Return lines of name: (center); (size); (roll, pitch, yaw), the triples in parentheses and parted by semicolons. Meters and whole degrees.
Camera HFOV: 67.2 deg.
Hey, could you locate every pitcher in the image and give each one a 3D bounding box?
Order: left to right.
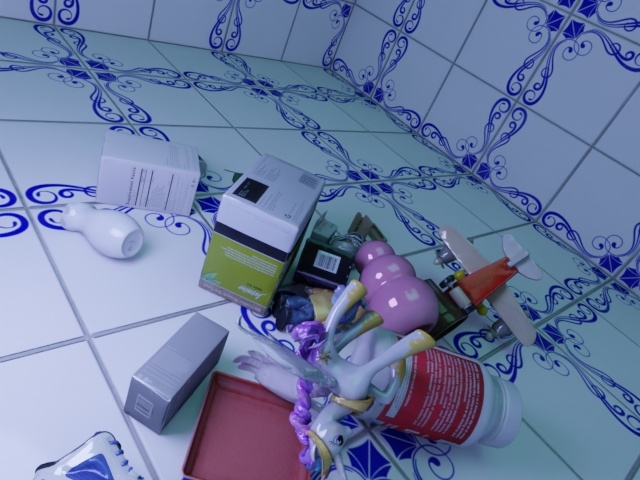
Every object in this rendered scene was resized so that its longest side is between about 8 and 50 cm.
pitcher: (-0.584, -0.034, 1.351); (0.207, 0.126, 0.177); (24, 15, 19)

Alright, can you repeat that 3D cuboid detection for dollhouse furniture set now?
dollhouse furniture set: (0.204, -0.058, 1.901); (0.151, 0.123, 0.144); (2, 39, -32)

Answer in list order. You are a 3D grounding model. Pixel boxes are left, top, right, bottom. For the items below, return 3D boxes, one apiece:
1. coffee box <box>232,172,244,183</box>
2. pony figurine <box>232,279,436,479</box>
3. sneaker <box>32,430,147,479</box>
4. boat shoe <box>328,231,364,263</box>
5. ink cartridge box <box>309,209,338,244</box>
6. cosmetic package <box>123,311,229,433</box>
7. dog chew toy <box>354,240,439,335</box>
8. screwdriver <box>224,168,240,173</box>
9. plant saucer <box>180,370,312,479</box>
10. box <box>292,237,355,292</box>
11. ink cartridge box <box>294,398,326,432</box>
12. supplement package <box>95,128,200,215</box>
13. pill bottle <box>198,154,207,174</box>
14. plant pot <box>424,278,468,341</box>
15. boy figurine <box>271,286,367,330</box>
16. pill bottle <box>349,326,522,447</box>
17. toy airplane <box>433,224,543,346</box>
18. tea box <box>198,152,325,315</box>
coffee box: (-0.256, -0.195, 1.865); (0.113, 0.041, 0.184); (-4, 43, -39)
pony figurine: (0.008, 0.263, 1.006); (0.351, 0.303, 0.363); (37, 65, 15)
sneaker: (-0.348, 0.423, 0.825); (0.315, 0.128, 0.182); (12, 36, -17)
boat shoe: (0.090, 0.016, 1.621); (0.118, 0.103, 0.320); (16, 2, 15)
ink cartridge box: (0.000, 0.000, 1.624); (0.060, 0.180, 0.104); (28, 32, 9)
cosmetic package: (-0.310, 0.282, 1.059); (0.107, 0.127, 0.238); (30, 34, 9)
dog chew toy: (0.208, 0.138, 1.435); (0.206, 0.207, 0.332); (-1, 48, -35)
screwdriver: (-0.308, -0.270, 1.958); (0.169, 0.024, 0.025); (18, 62, -8)
plant saucer: (-0.144, 0.427, 1.034); (0.258, 0.048, 0.259); (20, 32, -9)
box: (0.006, 0.084, 1.467); (0.153, 0.207, 0.108); (19, 76, -1)
ink cartridge box: (-0.018, 0.404, 1.083); (0.048, 0.028, 0.083); (29, 33, 7)
supplement package: (-0.558, -0.217, 1.563); (0.292, 0.175, 0.178); (9, 37, -25)
pill bottle: (-0.491, -0.306, 1.840); (0.067, 0.067, 0.120); (-12, 48, -44)
plant pot: (0.349, 0.221, 1.525); (0.166, 0.167, 0.165); (-12, 60, -44)
boy figurine: (0.003, 0.203, 1.419); (0.284, 0.092, 0.177); (5, 36, -30)
pill bottle: (0.282, 0.382, 1.219); (0.407, 0.229, 0.229); (20, 32, -8)
toy airplane: (0.575, 0.155, 1.709); (0.383, 0.272, 0.387); (13, 65, 3)
tea box: (-0.165, -0.026, 1.414); (0.219, 0.324, 0.329); (25, 33, 1)
